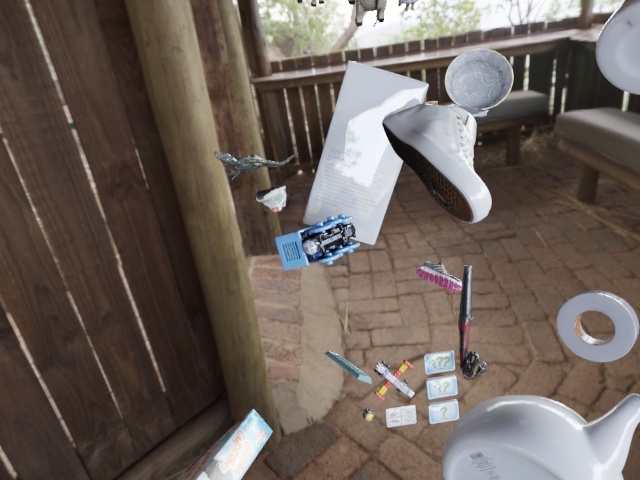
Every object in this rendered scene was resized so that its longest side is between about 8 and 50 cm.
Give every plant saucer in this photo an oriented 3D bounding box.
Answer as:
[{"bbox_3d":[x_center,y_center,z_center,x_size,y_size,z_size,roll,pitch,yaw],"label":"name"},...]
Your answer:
[{"bbox_3d":[0.090,0.413,1.513,0.067,0.018,0.192,29,-5,-36],"label":"plant saucer"}]

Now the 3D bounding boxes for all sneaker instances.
[{"bbox_3d":[-0.139,-0.118,1.368,0.057,0.075,0.161,-6,12,17],"label":"sneaker"},{"bbox_3d":[0.191,-0.140,0.677,0.123,0.106,0.290,-27,39,5],"label":"sneaker"},{"bbox_3d":[0.430,0.119,1.632,0.171,0.063,0.075,23,50,27],"label":"sneaker"}]

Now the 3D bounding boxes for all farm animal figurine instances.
[{"bbox_3d":[0.098,-0.778,1.346,0.330,0.172,0.326,-27,67,-12],"label":"farm animal figurine"}]

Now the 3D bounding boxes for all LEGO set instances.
[{"bbox_3d":[0.222,0.377,1.125,0.245,0.182,0.060,-6,8,-6],"label":"LEGO set"}]

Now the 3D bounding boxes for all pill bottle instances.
[{"bbox_3d":[0.592,-0.384,0.757,0.161,0.161,0.283,18,59,45],"label":"pill bottle"}]

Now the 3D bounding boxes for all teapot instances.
[{"bbox_3d":[0.316,0.327,0.684,0.256,0.252,0.187,11,29,36],"label":"teapot"}]

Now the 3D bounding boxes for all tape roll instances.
[{"bbox_3d":[0.883,0.271,1.470,0.219,0.219,0.072,14,13,41],"label":"tape roll"}]

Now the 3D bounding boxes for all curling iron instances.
[{"bbox_3d":[0.359,0.196,1.102,0.068,0.273,0.035,-4,-3,45],"label":"curling iron"}]

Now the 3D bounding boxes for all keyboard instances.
[{"bbox_3d":[0.321,-0.308,1.106,0.072,0.014,0.256,-11,19,3],"label":"keyboard"}]

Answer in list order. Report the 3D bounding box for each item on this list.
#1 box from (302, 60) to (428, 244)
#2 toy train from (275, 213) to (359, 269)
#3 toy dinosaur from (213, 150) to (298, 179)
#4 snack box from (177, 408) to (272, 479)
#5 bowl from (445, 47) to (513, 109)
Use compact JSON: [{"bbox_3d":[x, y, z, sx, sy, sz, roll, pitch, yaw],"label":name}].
[{"bbox_3d":[0.099,-0.198,1.035,0.168,0.345,0.215,18,18,3],"label":"box"},{"bbox_3d":[0.000,0.000,0.858,0.105,0.080,0.184,-12,6,28],"label":"toy train"},{"bbox_3d":[-0.202,-0.224,1.349,0.268,0.064,0.118,-11,-1,-41],"label":"toy dinosaur"},{"bbox_3d":[-0.210,0.412,0.710,0.187,0.060,0.322,-44,-4,20],"label":"snack box"},{"bbox_3d":[0.416,-0.413,1.229,0.170,0.170,0.080,-4,-9,10],"label":"bowl"}]
